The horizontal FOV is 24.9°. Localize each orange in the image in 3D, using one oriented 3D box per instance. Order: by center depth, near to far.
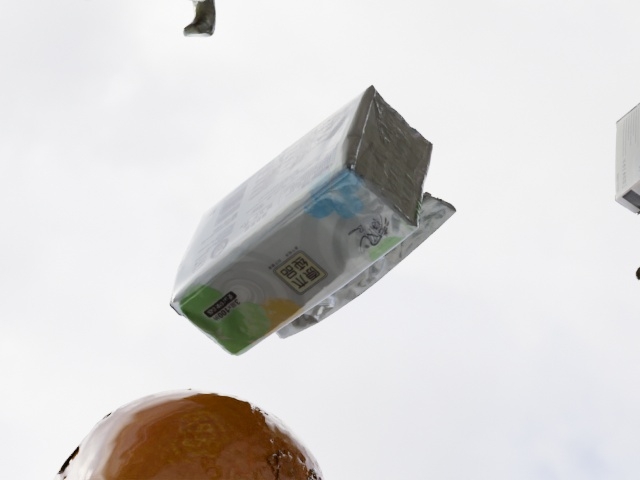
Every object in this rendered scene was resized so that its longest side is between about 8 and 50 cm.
[{"bbox_3d":[-0.111,0.245,1.213,0.246,0.246,0.246,15,-149,-9],"label":"orange"}]

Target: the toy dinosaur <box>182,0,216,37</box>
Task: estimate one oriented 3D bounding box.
[{"bbox_3d":[-0.138,-0.253,1.079,0.077,0.162,0.294,-11,170,26],"label":"toy dinosaur"}]

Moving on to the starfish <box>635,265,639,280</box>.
[{"bbox_3d":[0.422,0.057,1.617,0.190,0.074,0.146,50,-179,-23],"label":"starfish"}]

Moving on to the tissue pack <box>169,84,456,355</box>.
[{"bbox_3d":[0.000,0.000,1.312,0.145,0.229,0.159,43,-151,-18],"label":"tissue pack"}]

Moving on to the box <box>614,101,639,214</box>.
[{"bbox_3d":[0.378,-0.138,1.395,0.033,0.247,0.129,32,-138,-17],"label":"box"}]
